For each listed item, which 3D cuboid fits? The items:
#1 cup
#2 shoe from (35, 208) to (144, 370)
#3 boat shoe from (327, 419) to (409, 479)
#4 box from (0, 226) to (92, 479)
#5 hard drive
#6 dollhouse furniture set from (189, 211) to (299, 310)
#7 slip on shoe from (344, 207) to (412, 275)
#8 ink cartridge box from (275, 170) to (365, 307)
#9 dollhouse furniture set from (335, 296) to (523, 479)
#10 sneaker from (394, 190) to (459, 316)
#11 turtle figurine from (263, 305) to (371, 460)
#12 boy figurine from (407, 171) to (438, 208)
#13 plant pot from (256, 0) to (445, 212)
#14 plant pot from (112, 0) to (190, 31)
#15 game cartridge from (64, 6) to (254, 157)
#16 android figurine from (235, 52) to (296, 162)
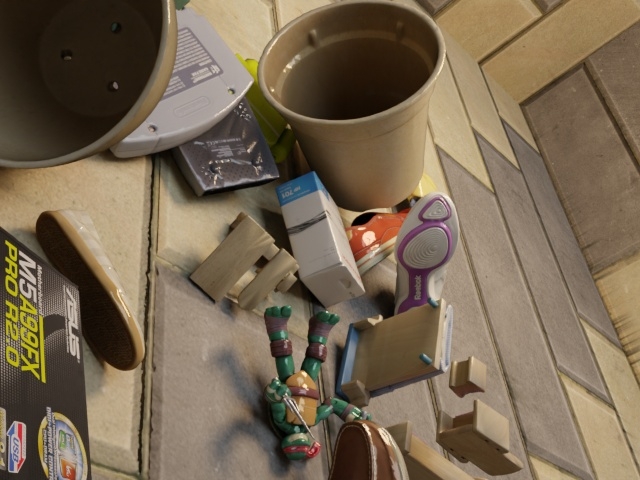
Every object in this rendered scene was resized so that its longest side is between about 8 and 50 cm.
[{"bbox_3d":[-0.317,-0.250,0.994,0.331,0.331,0.237,56,6,1],"label":"cup"},{"bbox_3d":[-0.262,0.053,0.952,0.058,0.076,0.219,-16,71,-56],"label":"shoe"},{"bbox_3d":[0.032,0.374,0.958,0.116,0.123,0.325,20,60,-32],"label":"boat shoe"},{"bbox_3d":[-0.302,0.119,0.749,0.216,0.060,0.270,57,15,-55],"label":"box"},{"bbox_3d":[-0.187,-0.191,1.314,0.172,0.054,0.255,-15,73,-41],"label":"hard drive"},{"bbox_3d":[-0.121,0.043,1.241,0.144,0.123,0.151,45,-6,-20],"label":"dollhouse furniture set"},{"bbox_3d":[0.117,-0.017,1.595,0.101,0.123,0.331,53,32,4],"label":"slip on shoe"},{"bbox_3d":[0.000,0.000,1.377,0.140,0.082,0.191,54,18,-58],"label":"ink cartridge box"},{"bbox_3d":[0.193,0.237,1.242,0.198,0.286,0.303,39,43,-28],"label":"dollhouse furniture set"},{"bbox_3d":[0.189,0.035,1.531,0.114,0.305,0.152,8,29,0],"label":"sneaker"},{"bbox_3d":[-0.025,0.213,1.107,0.175,0.118,0.234,20,57,-44],"label":"turtle figurine"},{"bbox_3d":[0.224,-0.111,1.890,0.177,0.092,0.285,23,40,-45],"label":"boy figurine"},{"bbox_3d":[0.076,-0.231,1.515,0.305,0.333,0.334,74,4,-52],"label":"plant pot"},{"bbox_3d":[-0.326,-0.425,1.293,0.166,0.165,0.234,59,20,9],"label":"plant pot"},{"bbox_3d":[-0.246,-0.244,1.230,0.196,0.060,0.294,49,47,5],"label":"game cartridge"},{"bbox_3d":[-0.140,-0.255,1.507,0.248,0.056,0.273,47,28,-16],"label":"android figurine"}]
